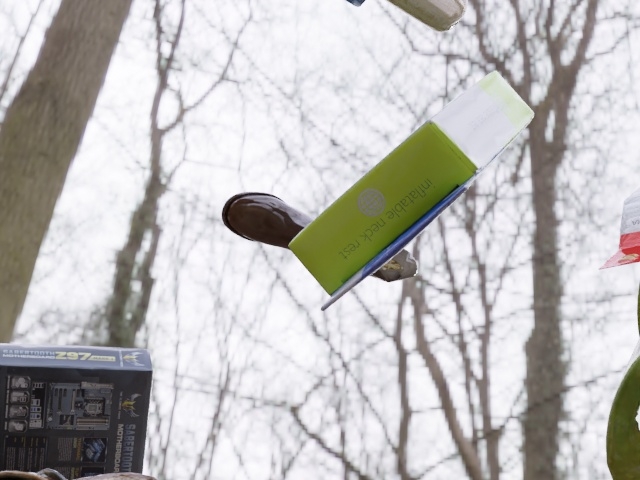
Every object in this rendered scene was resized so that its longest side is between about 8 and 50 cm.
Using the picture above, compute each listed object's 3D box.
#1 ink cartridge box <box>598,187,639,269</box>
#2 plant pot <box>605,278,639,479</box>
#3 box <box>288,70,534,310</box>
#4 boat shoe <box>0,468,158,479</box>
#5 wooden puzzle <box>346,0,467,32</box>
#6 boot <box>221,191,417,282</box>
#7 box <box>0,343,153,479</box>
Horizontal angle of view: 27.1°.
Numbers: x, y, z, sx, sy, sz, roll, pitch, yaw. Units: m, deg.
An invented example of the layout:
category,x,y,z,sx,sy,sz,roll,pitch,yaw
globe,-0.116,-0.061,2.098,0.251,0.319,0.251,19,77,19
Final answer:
category,x,y,z,sx,sy,sz,roll,pitch,yaw
ink cartridge box,0.421,-0.035,1.489,0.181,0.225,0.056,-13,-83,33
plant pot,0.287,0.089,0.771,0.276,0.254,0.276,9,-71,27
box,0.052,-0.032,0.732,0.109,0.178,0.042,-42,-91,25
boat shoe,-0.138,0.169,0.643,0.111,0.307,0.104,33,-69,15
wooden puzzle,-0.089,-0.277,0.879,0.080,0.348,0.322,-49,-32,16
boot,0.000,0.000,0.920,0.106,0.037,0.114,15,5,-36
box,-0.284,0.229,1.446,0.184,0.059,0.232,3,-70,-12
